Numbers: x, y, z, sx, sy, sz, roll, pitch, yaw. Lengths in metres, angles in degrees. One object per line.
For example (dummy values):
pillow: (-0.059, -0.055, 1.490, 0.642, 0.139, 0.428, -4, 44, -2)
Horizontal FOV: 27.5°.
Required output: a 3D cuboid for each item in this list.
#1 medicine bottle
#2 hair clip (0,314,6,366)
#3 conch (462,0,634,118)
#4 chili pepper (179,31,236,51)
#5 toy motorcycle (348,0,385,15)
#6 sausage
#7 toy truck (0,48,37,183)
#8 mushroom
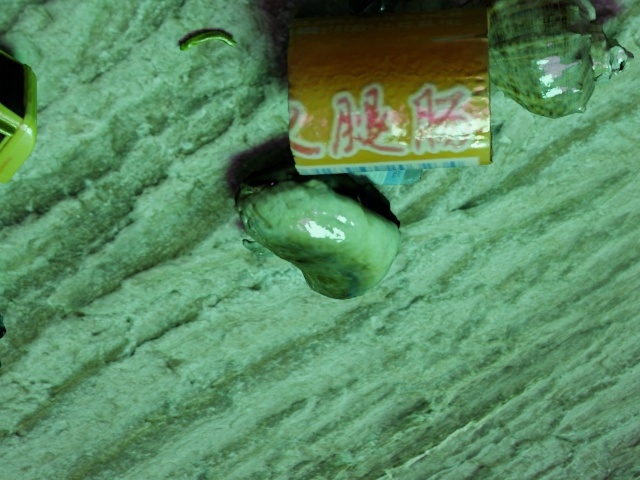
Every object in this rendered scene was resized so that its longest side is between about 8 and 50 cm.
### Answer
medicine bottle: (0.063, -0.129, 2.104, 0.209, 0.053, 0.090, 1, 137, -14)
hair clip: (-0.619, 0.161, 2.043, 0.310, 0.194, 0.206, -8, 157, 26)
conch: (0.334, -0.277, 1.967, 0.291, 0.159, 0.210, -7, 137, -10)
chili pepper: (-0.164, -0.288, 1.891, 0.083, 0.017, 0.030, -11, 137, -3)
toy motorcycle: (0.014, -0.400, 1.767, 0.275, 0.124, 0.187, 3, 124, -18)
sausage: (0.100, -0.210, 1.856, 0.287, 0.233, 0.233, -1, 138, 9)
toy truck: (-0.551, -0.105, 1.830, 0.254, 0.180, 0.405, 25, 123, -34)
mushroom: (0.001, 0.002, 2.130, 0.248, 0.130, 0.344, -18, 145, 13)
